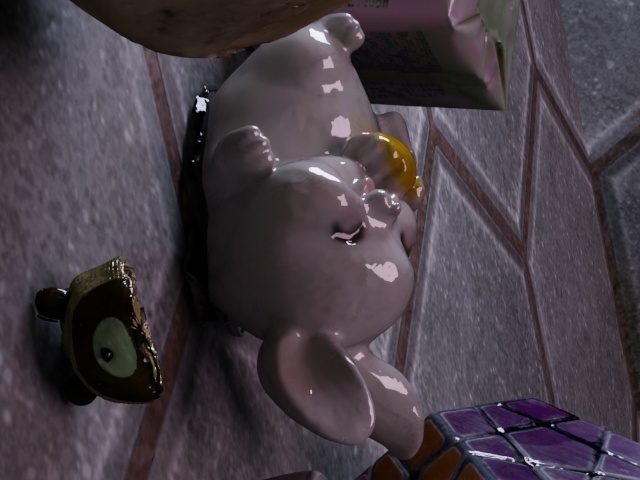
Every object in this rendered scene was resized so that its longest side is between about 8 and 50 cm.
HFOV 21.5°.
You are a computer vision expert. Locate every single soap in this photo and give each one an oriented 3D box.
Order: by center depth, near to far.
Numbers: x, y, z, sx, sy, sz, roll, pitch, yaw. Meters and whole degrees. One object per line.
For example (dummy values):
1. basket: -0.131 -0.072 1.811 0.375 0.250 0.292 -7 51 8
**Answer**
1. soap: 0.048 -0.199 1.361 0.182 0.199 0.138 37 61 -63

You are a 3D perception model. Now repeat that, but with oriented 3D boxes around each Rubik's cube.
1. Rubik's cube: 0.154 0.282 1.344 0.264 0.319 0.319 137 -54 -80

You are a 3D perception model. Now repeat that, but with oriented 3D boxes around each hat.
1. hat: -0.123 0.055 0.945 0.076 0.059 0.077 -103 178 -53

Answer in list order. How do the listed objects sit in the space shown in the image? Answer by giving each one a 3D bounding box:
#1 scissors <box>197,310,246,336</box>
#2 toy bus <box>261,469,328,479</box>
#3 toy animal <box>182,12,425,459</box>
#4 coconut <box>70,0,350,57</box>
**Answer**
1. scissors: -0.070 0.055 1.194 0.083 0.006 0.036 -16 97 -70
2. toy bus: -0.033 0.264 1.068 0.106 0.092 0.268 61 24 -25
3. toy animal: -0.003 -0.005 1.192 0.208 0.154 0.325 26 54 -66
4. coconut: -0.060 -0.275 0.934 0.352 0.352 0.353 -10 90 -73
